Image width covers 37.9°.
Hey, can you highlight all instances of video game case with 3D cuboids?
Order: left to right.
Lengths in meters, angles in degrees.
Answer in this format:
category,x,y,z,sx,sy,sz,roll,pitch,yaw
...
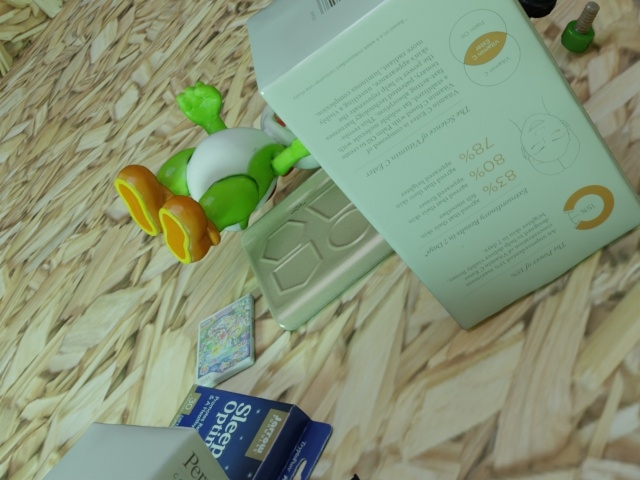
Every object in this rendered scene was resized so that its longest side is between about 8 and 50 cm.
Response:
category,x,y,z,sx,sy,sz,roll,pitch,yaw
video game case,-0.120,0.128,1.176,0.087,0.011,0.122,-31,34,18

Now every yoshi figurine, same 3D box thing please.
category,x,y,z,sx,sy,sz,roll,pitch,yaw
yoshi figurine,-0.085,-0.143,1.221,0.362,0.203,0.203,-37,7,-24

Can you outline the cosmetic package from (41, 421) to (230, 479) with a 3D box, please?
category,x,y,z,sx,sy,sz,roll,pitch,yaw
cosmetic package,-0.205,0.352,0.740,0.156,0.217,0.385,-7,33,43

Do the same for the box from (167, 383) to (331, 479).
category,x,y,z,sx,sy,sz,roll,pitch,yaw
box,-0.099,0.233,1.011,0.225,0.036,0.136,1,52,46

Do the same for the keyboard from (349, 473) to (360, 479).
category,x,y,z,sx,sy,sz,roll,pitch,yaw
keyboard,0.041,0.285,0.812,0.108,0.023,0.180,-43,32,12

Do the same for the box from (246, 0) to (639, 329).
category,x,y,z,sx,sy,sz,roll,pitch,yaw
box,0.121,-0.115,0.886,0.215,0.345,0.168,-34,33,14

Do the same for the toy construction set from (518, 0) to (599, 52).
category,x,y,z,sx,sy,sz,roll,pitch,yaw
toy construction set,0.127,-0.193,1.135,0.309,0.257,0.237,-43,-16,-31

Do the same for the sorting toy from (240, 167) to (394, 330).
category,x,y,z,sx,sy,sz,roll,pitch,yaw
sorting toy,0.000,0.000,1.180,0.193,0.038,0.208,-39,37,6
